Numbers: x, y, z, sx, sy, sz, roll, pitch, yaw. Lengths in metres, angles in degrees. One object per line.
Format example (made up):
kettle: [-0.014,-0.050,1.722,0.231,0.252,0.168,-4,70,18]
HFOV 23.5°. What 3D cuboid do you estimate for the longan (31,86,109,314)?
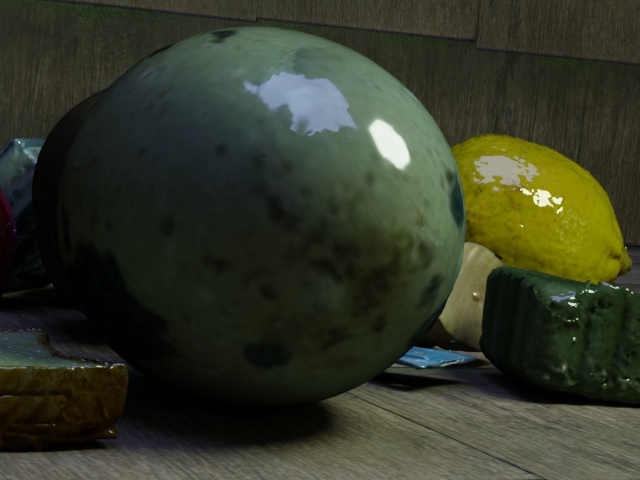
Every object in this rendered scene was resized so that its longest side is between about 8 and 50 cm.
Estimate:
longan: [-0.188,-0.039,1.768,0.319,0.318,0.319,5,4,0]

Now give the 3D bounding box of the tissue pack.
tissue pack: [-0.383,-0.031,2.028,0.103,0.228,0.316,47,13,10]

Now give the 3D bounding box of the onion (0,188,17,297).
onion: [-0.427,-0.009,1.478,0.276,0.276,0.276,5,4,0]

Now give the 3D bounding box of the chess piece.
chess piece: [0.098,0.080,1.867,0.137,0.137,0.301,2,-8,-34]

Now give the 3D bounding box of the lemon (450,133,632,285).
lemon: [0.258,-0.003,2.077,0.322,0.268,0.268,27,6,4]

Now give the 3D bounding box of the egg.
egg: [-0.049,-0.018,1.372,0.345,0.345,0.428,2,6,-37]

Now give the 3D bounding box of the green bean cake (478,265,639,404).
green bean cake: [0.302,0.102,1.637,0.227,0.124,0.222,6,2,-12]

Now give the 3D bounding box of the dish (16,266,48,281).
dish: [-0.270,0.037,2.033,0.246,0.078,0.224,-21,5,-29]

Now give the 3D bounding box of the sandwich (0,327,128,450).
sandwich: [-0.273,0.114,1.221,0.186,0.065,0.215,3,4,-26]

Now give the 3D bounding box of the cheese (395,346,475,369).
cheese: [0.035,0.114,1.644,0.245,0.052,0.135,7,6,33]
